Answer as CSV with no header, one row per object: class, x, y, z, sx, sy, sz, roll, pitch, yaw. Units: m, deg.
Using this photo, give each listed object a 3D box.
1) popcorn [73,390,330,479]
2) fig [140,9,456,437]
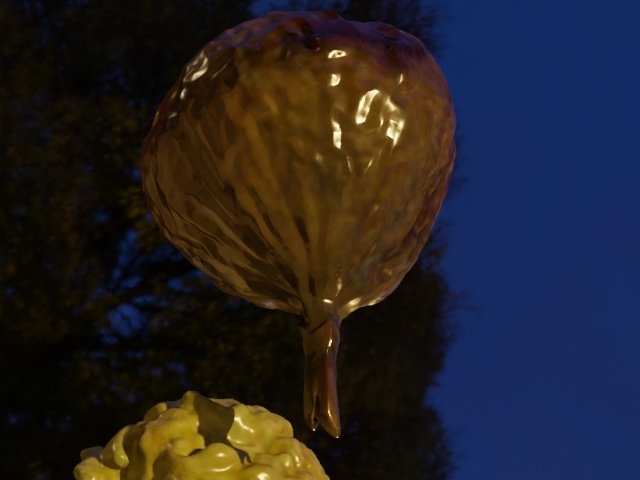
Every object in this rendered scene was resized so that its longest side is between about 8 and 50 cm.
popcorn,-0.099,0.248,1.025,0.181,0.235,0.216,-117,-140,-55
fig,0.000,0.000,1.031,0.286,0.286,0.368,-46,-134,46
